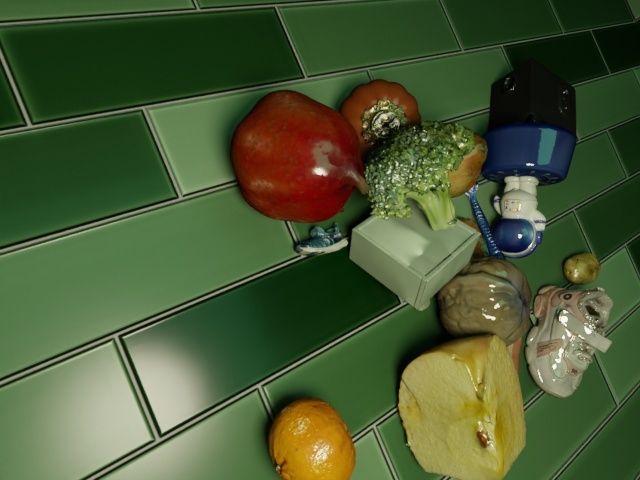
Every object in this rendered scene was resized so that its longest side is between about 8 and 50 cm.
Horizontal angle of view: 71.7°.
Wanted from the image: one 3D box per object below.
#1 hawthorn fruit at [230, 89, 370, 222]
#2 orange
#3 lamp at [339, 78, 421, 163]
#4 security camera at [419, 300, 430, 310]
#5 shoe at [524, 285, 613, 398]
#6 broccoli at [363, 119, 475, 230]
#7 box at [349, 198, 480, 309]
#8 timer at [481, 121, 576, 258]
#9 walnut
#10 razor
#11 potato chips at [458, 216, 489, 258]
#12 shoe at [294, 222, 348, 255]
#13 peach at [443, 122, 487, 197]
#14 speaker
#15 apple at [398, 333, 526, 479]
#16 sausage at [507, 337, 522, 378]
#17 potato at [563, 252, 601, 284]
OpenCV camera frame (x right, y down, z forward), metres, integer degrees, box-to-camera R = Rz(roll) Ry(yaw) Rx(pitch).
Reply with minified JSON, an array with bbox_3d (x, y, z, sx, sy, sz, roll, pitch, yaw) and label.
[{"bbox_3d":[-0.053,-0.176,0.964,0.295,0.311,0.294,-3,99,-22],"label":"hawthorn fruit"},{"bbox_3d":[-0.022,0.421,0.897,0.161,0.193,0.193,-27,91,-26],"label":"orange"},{"bbox_3d":[0.153,-0.307,1.165,0.223,0.196,0.223,-1,107,-2],"label":"lamp"},{"bbox_3d":[0.263,0.145,1.200,0.058,0.058,0.092,-18,98,-30],"label":"security camera"},{"bbox_3d":[0.747,0.291,1.325,0.172,0.198,0.350,21,68,-20],"label":"shoe"},{"bbox_3d":[0.222,-0.157,1.026,0.288,0.260,0.235,-30,53,-2],"label":"broccoli"},{"bbox_3d":[0.232,0.017,1.115,0.225,0.117,0.225,-34,56,-30],"label":"box"},{"bbox_3d":[0.610,-0.136,1.352,0.271,0.270,0.383,10,85,-25],"label":"timer"},{"bbox_3d":[0.429,0.162,1.176,0.249,0.248,0.248,7,74,-26],"label":"walnut"},{"bbox_3d":[0.491,-0.059,1.333,0.093,0.056,0.324,-17,71,10],"label":"razor"},{"bbox_3d":[0.461,0.023,1.322,0.201,0.049,0.150,50,39,-9],"label":"potato chips"},{"bbox_3d":[0.000,0.000,1.084,0.143,0.064,0.071,-15,86,-32],"label":"shoe"},{"bbox_3d":[0.356,-0.220,1.230,0.214,0.235,0.214,2,86,-24],"label":"peach"},{"bbox_3d":[0.717,-0.429,1.498,0.232,0.184,0.253,21,67,-22],"label":"speaker"},{"bbox_3d":[0.349,0.384,1.052,0.314,0.252,0.308,-11,85,-4],"label":"apple"},{"bbox_3d":[0.529,0.292,1.270,0.094,0.094,0.418,47,51,-55],"label":"sausage"},{"bbox_3d":[0.905,0.097,1.525,0.171,0.080,0.107,-7,69,-27],"label":"potato"}]
